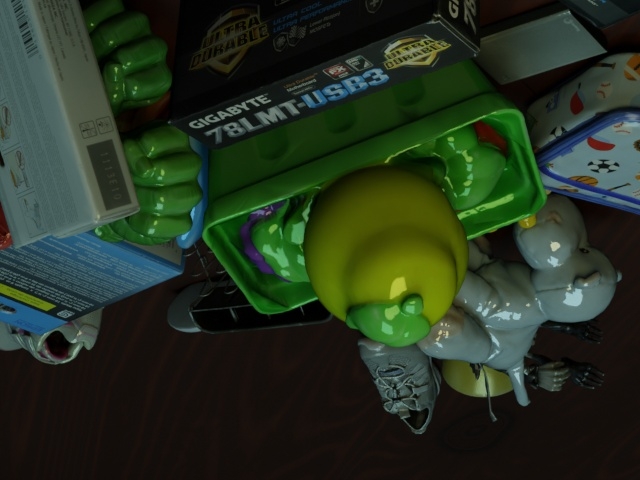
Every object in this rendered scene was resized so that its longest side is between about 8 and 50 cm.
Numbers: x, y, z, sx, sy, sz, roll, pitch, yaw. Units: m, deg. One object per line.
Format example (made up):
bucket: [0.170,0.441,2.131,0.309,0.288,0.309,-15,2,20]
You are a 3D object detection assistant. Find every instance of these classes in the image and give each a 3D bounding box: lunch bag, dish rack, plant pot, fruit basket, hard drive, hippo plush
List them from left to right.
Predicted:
dish rack: [-0.101,-0.016,1.953,0.208,0.074,0.271,-8,118,24]
fruit basket: [0.069,-0.016,1.664,0.392,0.392,0.283,-5,153,15]
plant pot: [0.254,0.164,2.378,0.134,0.134,0.095,-1,127,7]
hippo plush: [0.261,0.067,2.015,0.236,0.294,0.234,-27,173,30]
hard drive: [0.238,-0.219,1.694,0.135,0.022,0.094,-16,148,32]
lunch bag: [0.402,-0.108,1.802,0.303,0.115,0.243,16,152,-26]

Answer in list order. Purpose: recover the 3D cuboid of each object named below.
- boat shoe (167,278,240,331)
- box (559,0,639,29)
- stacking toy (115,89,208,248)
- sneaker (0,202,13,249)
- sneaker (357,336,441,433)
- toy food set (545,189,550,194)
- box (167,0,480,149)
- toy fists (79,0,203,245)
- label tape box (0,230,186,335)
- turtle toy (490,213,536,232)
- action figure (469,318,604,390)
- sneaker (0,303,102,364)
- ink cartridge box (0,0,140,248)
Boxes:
boat shoe: [-0.128,0.095,2.320,0.228,0.080,0.076,-23,143,29]
box: [0.278,-0.302,1.489,0.175,0.051,0.220,-22,144,40]
stacking toy: [-0.251,-0.116,1.833,0.302,0.166,0.175,11,122,16]
sneaker: [-0.462,-0.047,2.001,0.221,0.087,0.128,35,176,21]
sneaker: [0.141,0.233,2.519,0.105,0.115,0.281,-8,152,22]
toy food set: [0.289,-0.097,1.899,0.083,0.020,0.082,-21,126,-8]
box: [0.003,-0.255,1.341,0.295,0.293,0.073,-17,149,35]
toy fists: [-0.217,-0.129,1.672,0.142,0.279,0.096,-15,-178,37]
label tape box: [-0.381,0.010,2.127,0.240,0.106,0.334,27,145,-38]
turtle toy: [0.220,-0.064,1.960,0.130,0.066,0.095,-7,126,19]
action figure: [0.322,0.141,2.279,0.276,0.164,0.141,14,171,-42]
sneaker: [-0.437,0.141,2.394,0.252,0.111,0.103,-21,145,40]
ink cartridge box: [-0.304,-0.138,1.654,0.060,0.275,0.239,-18,-178,-31]
